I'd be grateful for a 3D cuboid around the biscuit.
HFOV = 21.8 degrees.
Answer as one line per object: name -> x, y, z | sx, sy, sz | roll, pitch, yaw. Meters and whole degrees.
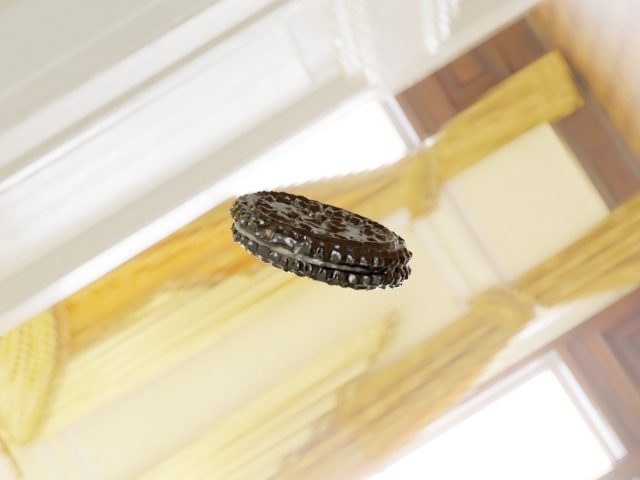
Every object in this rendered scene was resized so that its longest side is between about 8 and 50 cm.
biscuit -> 0.000, 0.000, 1.659 | 0.195, 0.053, 0.194 | 14, -167, -3
